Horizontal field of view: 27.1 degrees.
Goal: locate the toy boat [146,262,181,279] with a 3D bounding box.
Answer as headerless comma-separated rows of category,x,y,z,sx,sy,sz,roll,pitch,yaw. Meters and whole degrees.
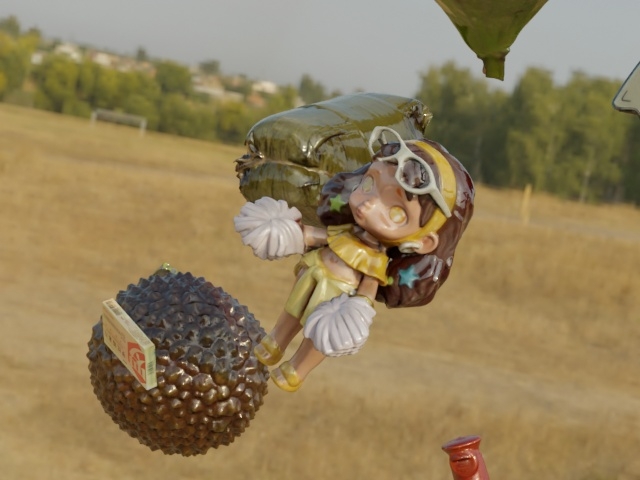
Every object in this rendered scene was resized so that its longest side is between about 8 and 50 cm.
toy boat,-0.236,0.073,2.017,0.063,0.016,0.115,37,-35,-12

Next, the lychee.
lychee,-0.188,0.169,1.863,0.268,0.267,0.267,11,6,-1

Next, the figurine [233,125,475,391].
figurine,0.026,0.018,1.093,0.174,0.240,0.116,49,10,37

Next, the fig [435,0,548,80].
fig,0.169,-0.324,1.397,0.233,0.314,0.233,20,27,-10

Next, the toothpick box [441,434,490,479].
toothpick box,0.159,0.250,1.412,0.047,0.083,0.047,-16,-1,0

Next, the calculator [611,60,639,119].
calculator,0.464,-0.203,1.499,0.040,0.268,0.177,16,35,-46

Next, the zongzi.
zongzi,0.000,0.000,1.396,0.145,0.300,0.274,16,19,23

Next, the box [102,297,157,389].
box,-0.200,0.108,1.384,0.015,0.058,0.093,-22,42,-28
